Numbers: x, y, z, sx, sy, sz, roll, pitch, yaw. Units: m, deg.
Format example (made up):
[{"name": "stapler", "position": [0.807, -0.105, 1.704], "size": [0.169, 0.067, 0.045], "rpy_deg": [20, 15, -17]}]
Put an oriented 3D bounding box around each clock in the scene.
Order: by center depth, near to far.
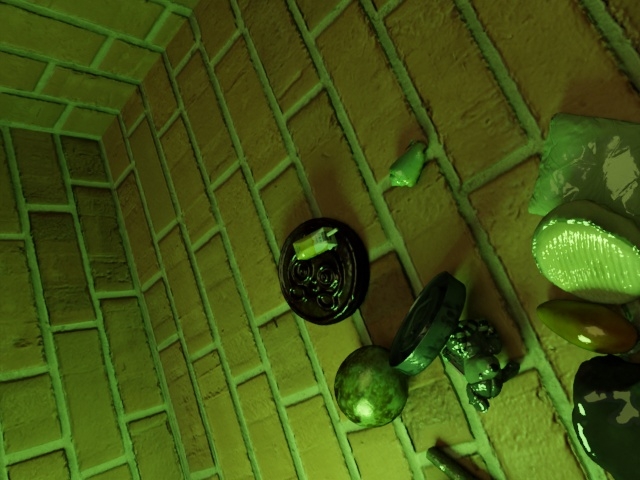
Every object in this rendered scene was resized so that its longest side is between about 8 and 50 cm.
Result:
[{"name": "clock", "position": [0.306, 0.238, 1.390], "size": [0.066, 0.319, 0.319], "rpy_deg": [30, 114, 0]}]

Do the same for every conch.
[{"name": "conch", "position": [0.289, -0.239, 1.544], "size": [0.106, 0.079, 0.170], "rpy_deg": [40, 109, 16]}]

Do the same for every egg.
[{"name": "egg", "position": [0.161, 0.458, 1.532], "size": [0.238, 0.238, 0.289], "rpy_deg": [32, 141, 36]}]

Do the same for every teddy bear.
[{"name": "teddy bear", "position": [0.462, 0.329, 1.344], "size": [0.144, 0.171, 0.251], "rpy_deg": [97, 152, -58]}]

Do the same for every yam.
[{"name": "yam", "position": [0.435, 0.719, 1.435], "size": [0.274, 0.061, 0.061], "rpy_deg": [29, 109, 38]}]

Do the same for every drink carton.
[{"name": "drink carton", "position": [0.000, 0.000, 1.685], "size": [0.200, 0.074, 0.084], "rpy_deg": [-26, 71, 32]}]

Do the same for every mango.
[{"name": "mango", "position": [0.640, 0.203, 1.184], "size": [0.253, 0.139, 0.113], "rpy_deg": [21, 105, 62]}]

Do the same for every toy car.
[{"name": "toy car", "position": [0.427, 0.369, 1.438], "size": [0.142, 0.069, 0.055], "rpy_deg": [44, 159, 31]}]

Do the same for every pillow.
[{"name": "pillow", "position": [0.685, -0.170, 1.200], "size": [0.281, 0.076, 0.274], "rpy_deg": [21, 106, 39]}]

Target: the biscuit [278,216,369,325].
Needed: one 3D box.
[{"name": "biscuit", "position": [-0.004, 0.114, 1.783], "size": [0.407, 0.091, 0.407], "rpy_deg": [0, 89, 41]}]

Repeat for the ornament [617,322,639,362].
[{"name": "ornament", "position": [0.748, 0.248, 1.176], "size": [0.068, 0.041, 0.092], "rpy_deg": [-25, 84, 44]}]

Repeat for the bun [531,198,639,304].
[{"name": "bun", "position": [0.660, 0.021, 1.154], "size": [0.287, 0.146, 0.287], "rpy_deg": [34, 150, 23]}]

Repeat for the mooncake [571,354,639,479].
[{"name": "mooncake", "position": [0.769, 0.395, 1.046], "size": [0.381, 0.212, 0.350], "rpy_deg": [-7, 91, 37]}]
